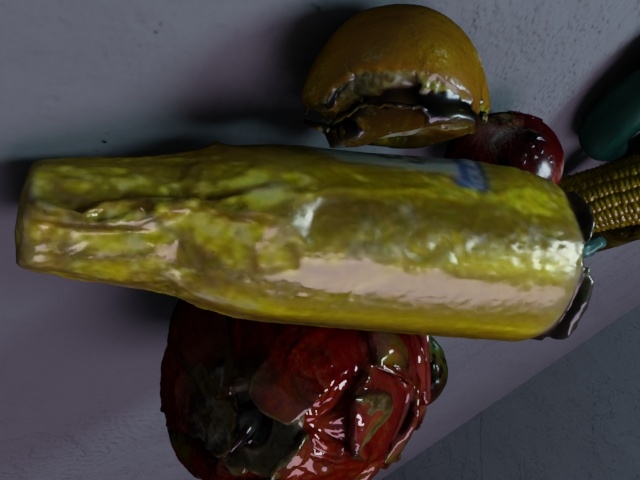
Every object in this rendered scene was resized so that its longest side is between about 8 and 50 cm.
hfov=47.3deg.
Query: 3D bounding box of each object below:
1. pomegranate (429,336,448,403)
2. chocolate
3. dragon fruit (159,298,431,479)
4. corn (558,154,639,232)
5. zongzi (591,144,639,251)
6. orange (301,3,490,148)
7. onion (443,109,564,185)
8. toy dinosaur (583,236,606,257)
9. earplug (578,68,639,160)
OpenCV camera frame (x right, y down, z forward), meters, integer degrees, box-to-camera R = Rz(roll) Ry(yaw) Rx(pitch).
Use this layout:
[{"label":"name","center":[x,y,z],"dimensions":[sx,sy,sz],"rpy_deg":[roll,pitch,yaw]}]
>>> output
[{"label":"pomegranate","center":[0.133,0.238,1.283],"dimensions":[0.156,0.156,0.220],"rpy_deg":[-14,154,-34]},{"label":"chocolate","center":[0.000,0.000,0.577],"dimensions":[0.445,0.162,0.162],"rpy_deg":[5,141,-24]},{"label":"dragon fruit","center":[-0.027,0.138,0.752],"dimensions":[0.277,0.277,0.342],"rpy_deg":[-43,159,24]},{"label":"corn","center":[0.433,-0.068,1.011],"dimensions":[0.312,0.102,0.102],"rpy_deg":[-13,164,25]},{"label":"zongzi","center":[0.576,-0.077,1.204],"dimensions":[0.285,0.134,0.288],"rpy_deg":[-12,150,-24]},{"label":"orange","center":[0.058,-0.121,0.557],"dimensions":[0.160,0.170,0.112],"rpy_deg":[-6,105,-32]},{"label":"onion","center":[0.198,-0.079,0.787],"dimensions":[0.131,0.131,0.131],"rpy_deg":[-25,155,-13]},{"label":"toy dinosaur","center":[0.232,0.069,1.128],"dimensions":[0.383,0.129,0.331],"rpy_deg":[-21,171,27]},{"label":"earplug","center":[0.467,-0.175,0.872],"dimensions":[0.164,0.280,0.258],"rpy_deg":[-60,155,-53]}]
